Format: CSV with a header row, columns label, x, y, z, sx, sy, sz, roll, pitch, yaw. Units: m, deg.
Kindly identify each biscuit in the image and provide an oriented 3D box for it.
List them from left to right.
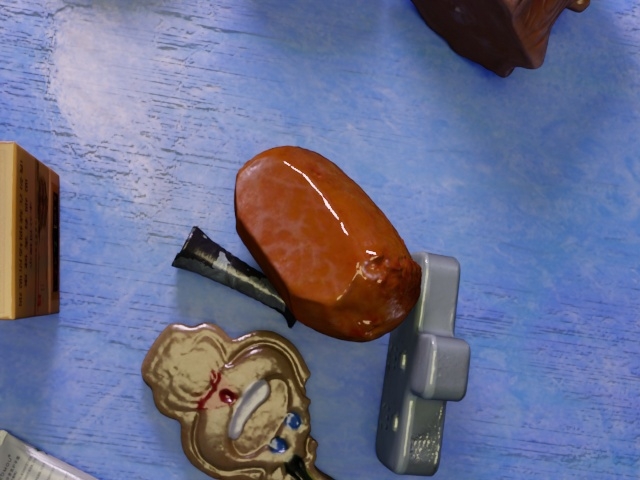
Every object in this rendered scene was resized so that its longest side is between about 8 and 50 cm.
label,x,y,z,sx,sy,sz,roll,pitch,yaw
biscuit,-0.079,0.225,1.161,0.183,0.047,0.319,-32,93,-5

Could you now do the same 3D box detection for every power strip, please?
label,x,y,z,sx,sy,sz,roll,pitch,yaw
power strip,0.122,0.145,1.114,0.059,0.193,0.264,8,85,-9

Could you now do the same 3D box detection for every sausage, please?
label,x,y,z,sx,sy,sz,roll,pitch,yaw
sausage,0.001,0.000,1.099,0.153,0.141,0.268,-43,64,8

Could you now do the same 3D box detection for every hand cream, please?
label,x,y,z,sx,sy,sz,roll,pitch,yaw
hand cream,-0.298,0.308,1.131,0.234,0.050,0.080,24,85,-1

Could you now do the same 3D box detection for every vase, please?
label,x,y,z,sx,sy,sz,roll,pitch,yaw
vase,-0.096,0.045,1.160,0.167,0.059,0.059,29,84,-5

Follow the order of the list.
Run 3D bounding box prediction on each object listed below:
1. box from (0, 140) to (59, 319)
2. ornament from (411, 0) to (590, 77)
label,x,y,z,sx,sy,sz,roll,pitch,yaw
box,-0.339,-0.003,1.022,0.076,0.274,0.174,1,87,-6
ornament,0.233,-0.358,1.152,0.235,0.221,0.217,37,79,23
